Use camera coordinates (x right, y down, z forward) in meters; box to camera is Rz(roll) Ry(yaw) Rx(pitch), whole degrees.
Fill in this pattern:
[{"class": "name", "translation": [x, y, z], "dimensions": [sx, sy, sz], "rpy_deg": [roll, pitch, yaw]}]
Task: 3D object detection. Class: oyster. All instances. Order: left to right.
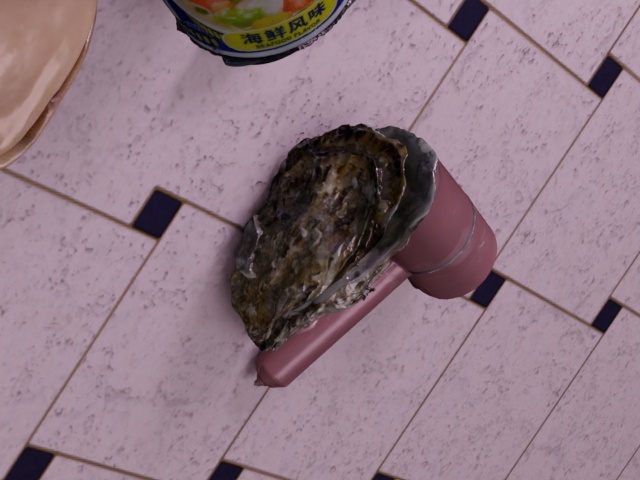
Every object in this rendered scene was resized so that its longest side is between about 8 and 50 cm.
[{"class": "oyster", "translation": [-0.002, 0.006, 2.077], "dimensions": [0.158, 0.162, 0.351], "rpy_deg": [18, 124, -28]}]

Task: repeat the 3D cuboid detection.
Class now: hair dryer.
[{"class": "hair dryer", "translation": [0.042, 0.053, 2.204], "dimensions": [0.352, 0.125, 0.210], "rpy_deg": [-44, 142, -1]}]

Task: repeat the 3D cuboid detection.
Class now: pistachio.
[{"class": "pistachio", "translation": [-0.316, -0.172, 1.571], "dimensions": [0.318, 0.214, 0.193], "rpy_deg": [-46, 176, -13]}]

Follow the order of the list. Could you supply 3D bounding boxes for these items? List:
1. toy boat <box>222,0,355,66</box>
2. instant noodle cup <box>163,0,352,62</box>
[{"class": "toy boat", "translation": [-0.016, -0.271, 1.890], "dimensions": [0.246, 0.093, 0.103], "rpy_deg": [-47, 150, -8]}, {"class": "instant noodle cup", "translation": [-0.087, -0.327, 1.650], "dimensions": [0.284, 0.284, 0.312], "rpy_deg": [-44, 150, -12]}]
